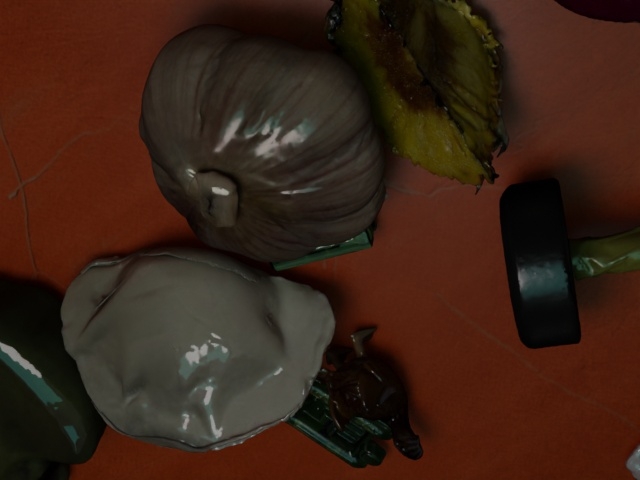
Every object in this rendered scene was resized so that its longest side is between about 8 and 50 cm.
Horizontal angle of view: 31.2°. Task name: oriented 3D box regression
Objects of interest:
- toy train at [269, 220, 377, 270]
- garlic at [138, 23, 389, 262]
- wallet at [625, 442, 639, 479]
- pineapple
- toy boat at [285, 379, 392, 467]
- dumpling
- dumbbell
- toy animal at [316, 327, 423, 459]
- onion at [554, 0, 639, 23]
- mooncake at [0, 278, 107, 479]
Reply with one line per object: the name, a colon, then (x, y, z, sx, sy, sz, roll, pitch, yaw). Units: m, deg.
toy train: (0.000, 0.000, 1.484, 0.147, 0.071, 0.038, -14, 107, 14)
garlic: (-0.071, -0.107, 1.361, 0.322, 0.322, 0.241, 37, 75, -4)
wallet: (0.510, 0.310, 1.531, 0.182, 0.032, 0.124, 34, 109, -2)
pineapple: (0.108, -0.217, 1.372, 0.334, 0.158, 0.161, 50, 148, -5)
toy boat: (0.001, 0.239, 1.577, 0.210, 0.052, 0.104, 33, 131, -4)
dumpling: (-0.173, 0.136, 1.470, 0.341, 0.260, 0.181, 18, 155, -7)
dumbbell: (0.383, 0.012, 1.353, 0.322, 0.204, 0.204, -8, 108, 12)
toy animal: (0.061, 0.208, 1.493, 0.089, 0.188, 0.179, -38, 65, 24)
onion: (0.264, -0.389, 1.103, 0.398, 0.420, 0.399, 37, 140, 39)
mooncake: (-0.456, 0.225, 1.583, 0.351, 0.187, 0.351, 3, 114, 8)
